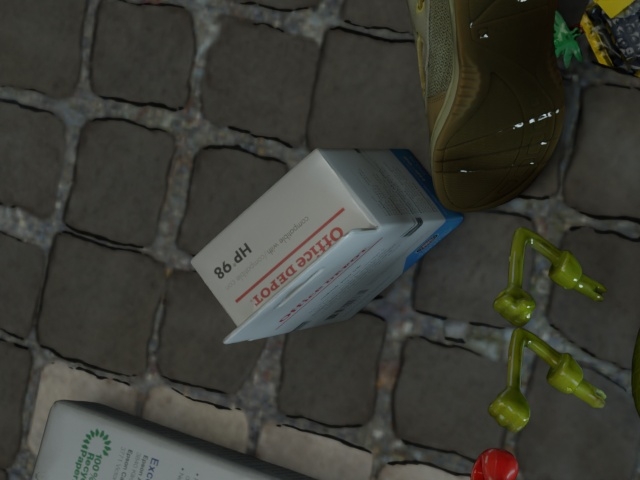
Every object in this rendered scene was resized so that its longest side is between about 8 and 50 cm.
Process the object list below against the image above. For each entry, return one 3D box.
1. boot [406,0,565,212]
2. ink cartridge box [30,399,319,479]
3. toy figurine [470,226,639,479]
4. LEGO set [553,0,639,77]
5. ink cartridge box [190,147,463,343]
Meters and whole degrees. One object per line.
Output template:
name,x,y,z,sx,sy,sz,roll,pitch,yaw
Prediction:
boot,0.078,-0.136,1.095,0.077,0.213,0.165,-13,48,-10
ink cartridge box,-0.061,0.300,1.176,0.330,0.071,0.324,18,93,21
toy figurine,0.141,0.202,1.028,0.191,0.362,0.217,12,141,-11
LEGO set,0.283,-0.080,0.929,0.331,0.192,0.255,-14,103,20
ink cartridge box,0.000,0.000,1.087,0.104,0.180,0.060,-41,77,19
